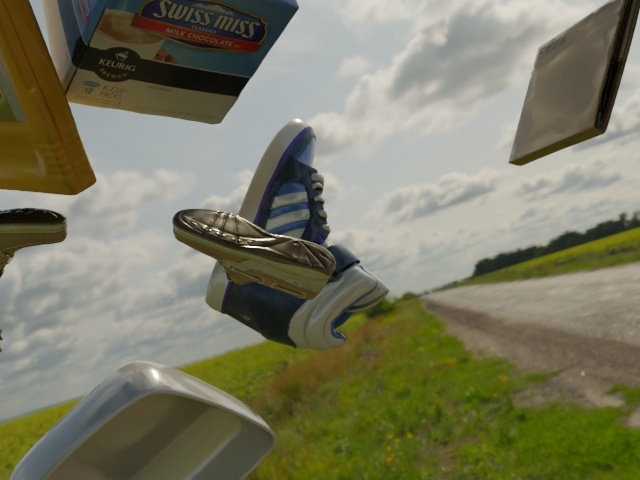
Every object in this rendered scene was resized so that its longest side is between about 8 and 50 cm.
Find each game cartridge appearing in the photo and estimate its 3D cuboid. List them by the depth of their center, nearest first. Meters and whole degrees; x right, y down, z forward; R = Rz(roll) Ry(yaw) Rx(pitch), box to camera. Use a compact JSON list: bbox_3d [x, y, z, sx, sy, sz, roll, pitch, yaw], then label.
[{"bbox_3d":[-0.426,-0.210,0.979,0.285,0.324,0.052,6,31,37],"label":"game cartridge"}]

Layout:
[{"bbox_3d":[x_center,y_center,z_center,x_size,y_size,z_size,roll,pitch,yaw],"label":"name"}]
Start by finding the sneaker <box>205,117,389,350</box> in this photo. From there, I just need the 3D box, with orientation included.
[{"bbox_3d":[0.000,0.000,1.168,0.236,0.323,0.130,21,-20,6],"label":"sneaker"}]

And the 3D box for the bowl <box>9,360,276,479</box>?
[{"bbox_3d":[-0.117,0.136,0.520,0.142,0.053,0.142,-44,-40,7],"label":"bowl"}]

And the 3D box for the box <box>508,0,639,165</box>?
[{"bbox_3d":[0.289,-0.180,0.945,0.021,0.165,0.201,18,-9,-11],"label":"box"}]

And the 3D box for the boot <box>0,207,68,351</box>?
[{"bbox_3d":[-0.389,0.052,0.957,0.213,0.165,0.077,-8,13,2],"label":"boot"}]

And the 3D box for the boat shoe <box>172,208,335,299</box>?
[{"bbox_3d":[-0.058,0.015,0.655,0.135,0.045,0.050,20,31,-3],"label":"boat shoe"}]

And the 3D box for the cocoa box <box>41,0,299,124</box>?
[{"bbox_3d":[-0.214,-0.362,1.037,0.231,0.347,0.228,4,-35,-37],"label":"cocoa box"}]
